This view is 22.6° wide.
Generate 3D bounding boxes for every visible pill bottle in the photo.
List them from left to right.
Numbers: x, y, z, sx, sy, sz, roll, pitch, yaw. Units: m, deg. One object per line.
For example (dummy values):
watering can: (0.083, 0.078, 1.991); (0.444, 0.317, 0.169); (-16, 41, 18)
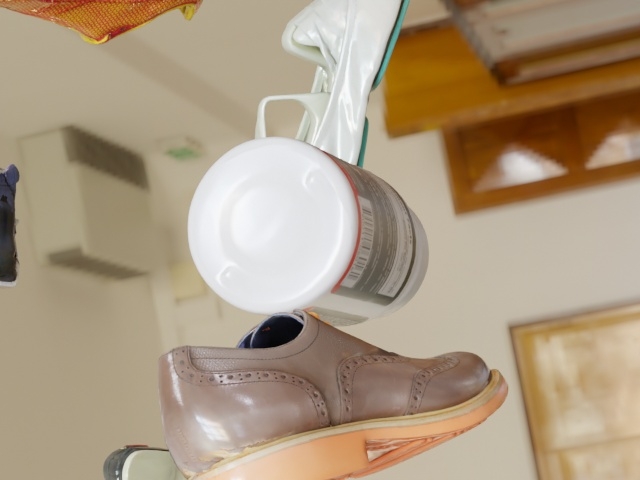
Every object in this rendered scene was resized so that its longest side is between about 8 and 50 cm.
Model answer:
pill bottle: (0.000, 0.000, 1.537); (0.283, 0.161, 0.161); (18, -119, -70)

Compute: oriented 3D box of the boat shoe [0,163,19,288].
boat shoe: (-0.465, -0.016, 2.053); (0.127, 0.340, 0.158); (8, -98, -32)

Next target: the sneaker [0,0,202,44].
sneaker: (-0.112, -0.117, 0.734); (0.175, 0.064, 0.067); (-11, -50, -45)

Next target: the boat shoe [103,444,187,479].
boat shoe: (-0.105, 0.184, 1.227); (0.133, 0.042, 0.048); (20, -102, -37)

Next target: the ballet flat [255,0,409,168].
ballet flat: (0.005, -0.167, 1.752); (0.139, 0.139, 0.400); (18, -93, -76)

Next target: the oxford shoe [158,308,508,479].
oxford shoe: (0.022, 0.105, 1.173); (0.364, 0.130, 0.132); (-6, -110, -57)
